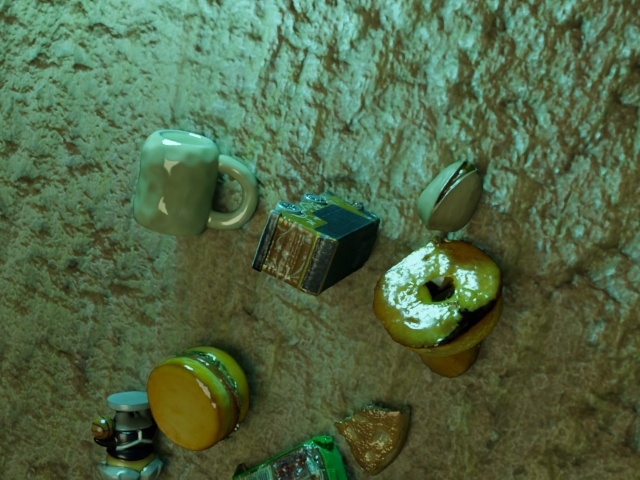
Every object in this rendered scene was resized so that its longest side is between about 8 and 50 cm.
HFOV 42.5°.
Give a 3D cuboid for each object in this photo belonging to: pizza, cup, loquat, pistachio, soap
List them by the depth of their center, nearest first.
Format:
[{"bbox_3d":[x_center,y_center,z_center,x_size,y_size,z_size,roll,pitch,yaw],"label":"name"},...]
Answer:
[{"bbox_3d":[0.252,-0.084,1.594,0.113,0.113,0.149,31,106,17],"label":"pistachio"},{"bbox_3d":[0.261,0.207,1.646,0.137,0.113,0.137,-1,104,-6],"label":"loquat"},{"bbox_3d":[0.107,0.420,1.787,0.161,0.062,0.182,15,111,15],"label":"pizza"},{"bbox_3d":[-0.280,-0.117,1.798,0.255,0.173,0.202,21,109,21],"label":"cup"},{"bbox_3d":[-0.072,0.561,1.848,0.273,0.098,0.217,-32,63,26],"label":"soap"}]

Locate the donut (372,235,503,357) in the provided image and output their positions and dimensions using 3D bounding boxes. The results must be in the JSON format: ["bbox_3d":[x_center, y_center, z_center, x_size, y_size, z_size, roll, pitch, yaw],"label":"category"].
[{"bbox_3d":[0.229,0.111,1.579,0.254,0.253,0.118,4,141,24],"label":"donut"}]

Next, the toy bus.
[{"bbox_3d":[0.000,0.000,1.636,0.167,0.275,0.138,25,109,16],"label":"toy bus"}]

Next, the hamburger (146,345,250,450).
[{"bbox_3d":[-0.270,0.351,1.884,0.246,0.170,0.246,13,115,31],"label":"hamburger"}]

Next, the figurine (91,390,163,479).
[{"bbox_3d":[-0.474,0.501,2.008,0.133,0.176,0.236,9,100,52],"label":"figurine"}]
